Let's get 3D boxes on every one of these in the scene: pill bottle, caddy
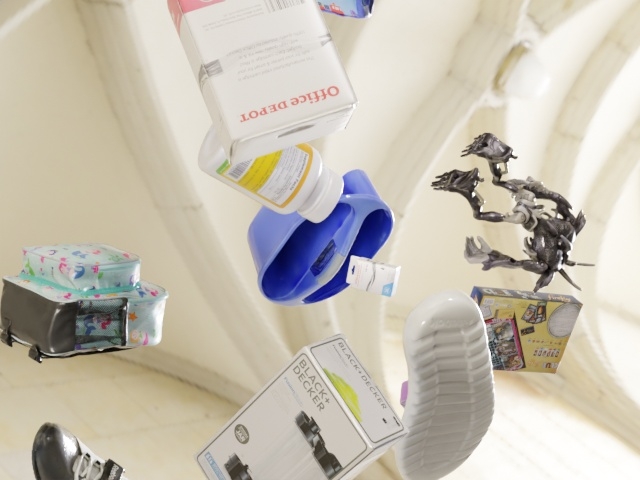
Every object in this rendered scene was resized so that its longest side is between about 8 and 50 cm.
[{"bbox_3d":[-0.085,-0.131,2.019,0.245,0.136,0.136,29,-82,-24],"label":"pill bottle"},{"bbox_3d":[0.000,0.000,2.309,0.241,0.179,0.341,8,-46,-34],"label":"caddy"}]

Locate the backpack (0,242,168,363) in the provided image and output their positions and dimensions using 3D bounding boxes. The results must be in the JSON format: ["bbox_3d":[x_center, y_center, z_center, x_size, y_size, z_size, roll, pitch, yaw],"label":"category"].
[{"bbox_3d":[-0.390,0.102,1.897,0.253,0.225,0.191,7,-85,-46],"label":"backpack"}]

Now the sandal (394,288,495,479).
[{"bbox_3d":[0.188,0.221,1.755,0.169,0.102,0.416,-13,-48,-16],"label":"sandal"}]

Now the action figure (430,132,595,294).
[{"bbox_3d":[0.291,-0.033,1.673,0.276,0.141,0.164,46,-108,-26],"label":"action figure"}]

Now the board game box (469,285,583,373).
[{"bbox_3d":[0.387,0.180,2.226,0.243,0.042,0.165,7,-68,-26],"label":"board game box"}]

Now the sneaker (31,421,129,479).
[{"bbox_3d":[-0.380,0.433,1.958,0.122,0.146,0.331,-73,-33,-46],"label":"sneaker"}]

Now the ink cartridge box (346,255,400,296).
[{"bbox_3d":[0.080,0.056,1.782,0.028,0.083,0.048,-18,-60,-71],"label":"ink cartridge box"}]

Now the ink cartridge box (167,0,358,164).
[{"bbox_3d":[-0.093,-0.282,1.724,0.207,0.283,0.117,-19,-13,-13],"label":"ink cartridge box"}]

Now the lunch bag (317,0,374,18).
[{"bbox_3d":[-0.010,-0.502,1.852,0.138,0.221,0.293,-30,-49,-52],"label":"lunch bag"}]

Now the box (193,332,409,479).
[{"bbox_3d":[-0.034,0.279,1.543,0.087,0.169,0.290,-11,-28,-52],"label":"box"}]
